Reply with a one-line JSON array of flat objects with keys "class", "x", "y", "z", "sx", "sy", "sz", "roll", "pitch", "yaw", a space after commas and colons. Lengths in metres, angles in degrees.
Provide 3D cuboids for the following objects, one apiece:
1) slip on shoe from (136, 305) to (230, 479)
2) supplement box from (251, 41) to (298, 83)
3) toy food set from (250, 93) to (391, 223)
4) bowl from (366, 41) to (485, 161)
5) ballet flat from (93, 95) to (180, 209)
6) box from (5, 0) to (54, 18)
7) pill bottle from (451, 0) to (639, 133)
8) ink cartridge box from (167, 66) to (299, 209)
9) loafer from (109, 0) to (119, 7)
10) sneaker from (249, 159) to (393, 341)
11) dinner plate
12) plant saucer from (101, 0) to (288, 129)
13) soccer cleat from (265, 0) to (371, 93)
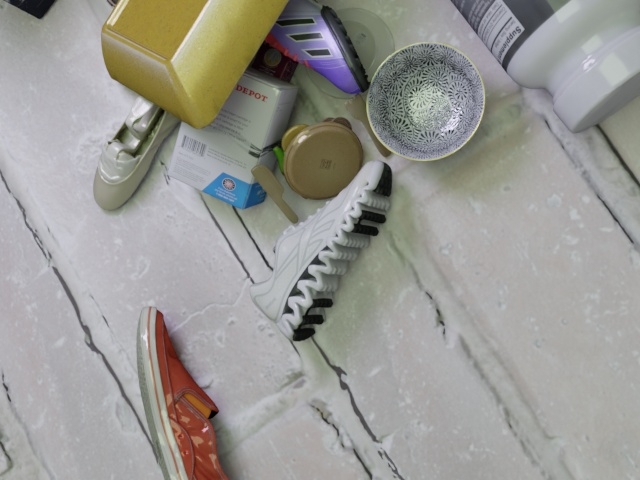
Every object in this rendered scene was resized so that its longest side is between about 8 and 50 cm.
[{"class": "slip on shoe", "x": -0.208, "y": 0.254, "z": 1.482, "sx": 0.101, "sy": 0.123, "sz": 0.331, "roll": -15, "pitch": 75, "yaw": -18}, {"class": "supplement box", "x": -0.072, "y": -0.262, "z": 1.506, "sx": 0.055, "sy": 0.043, "sz": 0.083, "roll": 25, "pitch": 93, "yaw": 15}, {"class": "toy food set", "x": 0.000, "y": -0.123, "z": 1.453, "sx": 0.192, "sy": 0.038, "sz": 0.132, "roll": -35, "pitch": 122, "yaw": 1}, {"class": "bowl", "x": 0.156, "y": -0.192, "z": 1.417, "sx": 0.170, "sy": 0.080, "sz": 0.170, "roll": -1, "pitch": 86, "yaw": 15}, {"class": "ballet flat", "x": -0.293, "y": -0.159, "z": 1.542, "sx": 0.086, "sy": 0.086, "sz": 0.248, "roll": 36, "pitch": 96, "yaw": 15}, {"class": "box", "x": -0.462, "y": -0.561, "z": 1.502, "sx": 0.179, "sy": 0.312, "sz": 0.343, "roll": 43, "pitch": 98, "yaw": 14}, {"class": "pill bottle", "x": 0.298, "y": -0.336, "z": 1.321, "sx": 0.210, "sy": 0.210, "sz": 0.363, "roll": -37, "pitch": 77, "yaw": 10}, {"class": "ink cartridge box", "x": -0.131, "y": -0.162, "z": 1.471, "sx": 0.139, "sy": 0.082, "sz": 0.191, "roll": 25, "pitch": 108, "yaw": 16}, {"class": "loafer", "x": -0.345, "y": -0.419, "z": 1.598, "sx": 0.045, "sy": 0.039, "sz": 0.125, "roll": -39, "pitch": 77, "yaw": 10}, {"class": "sneaker", "x": 0.000, "y": 0.000, "z": 1.439, "sx": 0.118, "sy": 0.110, "sz": 0.292, "roll": 35, "pitch": 95, "yaw": 24}, {"class": "dinner plate", "x": 0.042, "y": -0.284, "z": 1.491, "sx": 0.141, "sy": 0.017, "sz": 0.141, "roll": -1, "pitch": 85, "yaw": 14}, {"class": "plant saucer", "x": -0.184, "y": -0.358, "z": 1.433, "sx": 0.333, "sy": 0.081, "sz": 0.333, "roll": 33, "pitch": 91, "yaw": 49}, {"class": "soccer cleat", "x": -0.041, "y": -0.310, "z": 1.442, "sx": 0.116, "sy": 0.108, "sz": 0.318, "roll": -34, "pitch": 63, "yaw": -1}]
